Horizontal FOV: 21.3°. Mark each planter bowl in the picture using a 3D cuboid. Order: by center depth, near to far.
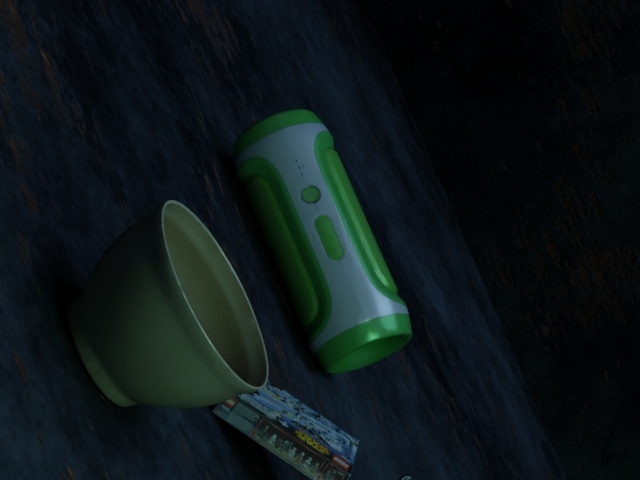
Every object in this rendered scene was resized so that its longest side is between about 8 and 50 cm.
[{"bbox_3d":[-0.126,0.064,1.320,0.162,0.109,0.162,59,11,-20],"label":"planter bowl"}]

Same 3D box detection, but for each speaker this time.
[{"bbox_3d":[0.000,0.000,1.985,0.296,0.131,0.131,67,12,17],"label":"speaker"}]

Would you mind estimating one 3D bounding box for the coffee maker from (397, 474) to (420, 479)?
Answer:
[{"bbox_3d":[0.152,0.331,1.746,0.178,0.120,0.171,31,15,29],"label":"coffee maker"}]

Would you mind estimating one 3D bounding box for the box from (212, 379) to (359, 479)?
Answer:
[{"bbox_3d":[-0.030,0.172,1.568,0.137,0.027,0.094,35,13,-2],"label":"box"}]
